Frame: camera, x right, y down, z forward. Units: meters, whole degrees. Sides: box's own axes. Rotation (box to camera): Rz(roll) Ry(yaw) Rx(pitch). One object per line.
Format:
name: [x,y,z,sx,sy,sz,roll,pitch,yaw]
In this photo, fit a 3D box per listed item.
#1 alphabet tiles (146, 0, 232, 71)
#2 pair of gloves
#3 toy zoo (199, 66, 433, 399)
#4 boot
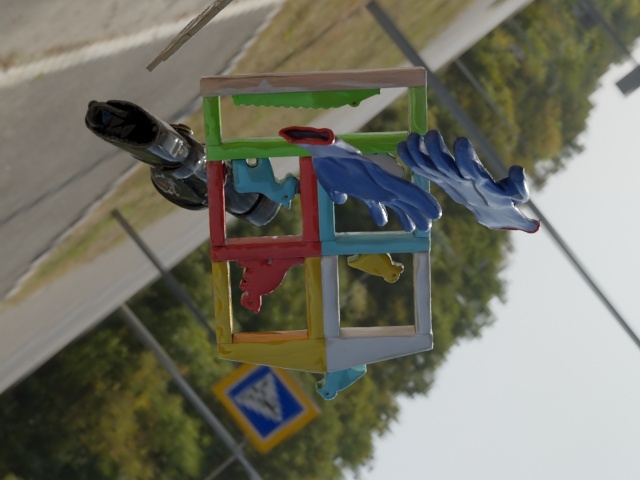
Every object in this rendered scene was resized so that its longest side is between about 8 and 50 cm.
alphabet tiles: [-0.073,-0.256,1.226,0.237,0.009,0.198,-36,-165,27]
pair of gloves: [0.071,-0.040,0.925,0.198,0.159,0.023,7,-108,37]
toy zoo: [0.000,0.000,1.092,0.192,0.293,0.030,-2,-165,-1]
boot: [-0.185,-0.109,1.485,0.263,0.229,0.091,16,-99,48]
